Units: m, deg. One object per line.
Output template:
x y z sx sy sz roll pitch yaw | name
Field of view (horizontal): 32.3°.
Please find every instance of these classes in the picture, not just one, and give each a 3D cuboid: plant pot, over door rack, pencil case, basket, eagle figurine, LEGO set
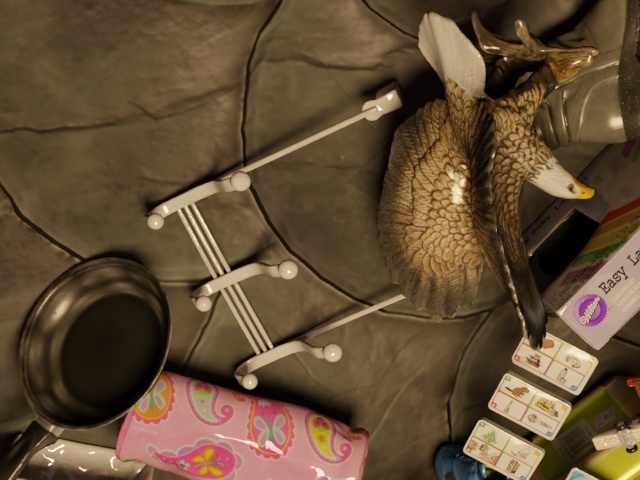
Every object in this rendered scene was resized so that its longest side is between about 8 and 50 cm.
0.357 0.301 1.283 0.227 0.228 0.207 -39 98 6 | plant pot
0.000 0.000 1.230 0.324 0.108 0.239 -27 106 1 | over door rack
-0.090 0.230 1.256 0.284 0.124 0.124 16 102 0 | pencil case
-0.285 0.303 1.275 0.167 0.113 0.103 11 105 -7 | basket
0.168 -0.061 1.095 0.225 0.226 0.298 23 87 19 | eagle figurine
0.296 0.202 1.152 0.244 0.060 0.182 27 120 10 | LEGO set

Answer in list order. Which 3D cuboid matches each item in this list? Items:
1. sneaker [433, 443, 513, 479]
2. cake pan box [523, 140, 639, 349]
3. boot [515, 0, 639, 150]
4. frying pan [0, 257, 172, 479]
0.188 0.270 1.262 0.069 0.209 0.082 -6 108 -14 | sneaker
0.324 -0.021 1.185 0.070 0.246 0.267 42 98 -10 | cake pan box
0.273 -0.215 1.208 0.161 0.083 0.246 -4 81 21 | boot
-0.257 0.174 1.197 0.197 0.053 0.326 3 70 26 | frying pan
